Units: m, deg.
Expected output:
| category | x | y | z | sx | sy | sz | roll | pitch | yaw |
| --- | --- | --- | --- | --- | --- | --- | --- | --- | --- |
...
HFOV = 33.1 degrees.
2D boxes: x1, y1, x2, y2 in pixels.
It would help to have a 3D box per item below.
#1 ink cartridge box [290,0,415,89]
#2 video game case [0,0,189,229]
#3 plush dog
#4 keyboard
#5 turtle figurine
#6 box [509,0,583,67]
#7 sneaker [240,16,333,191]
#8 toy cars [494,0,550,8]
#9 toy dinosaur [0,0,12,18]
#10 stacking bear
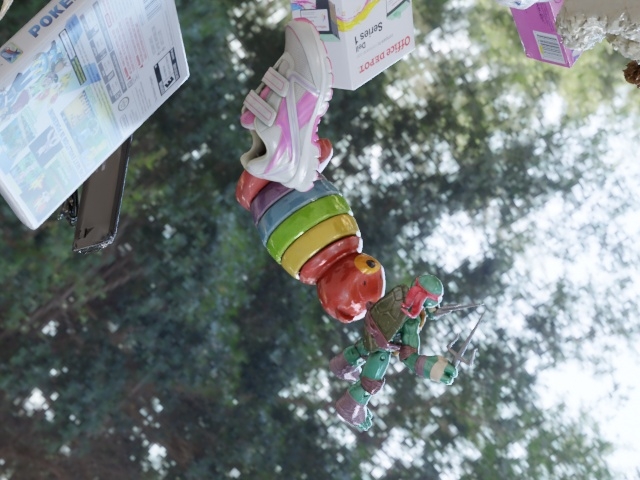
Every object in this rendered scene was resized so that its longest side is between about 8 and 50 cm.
| category | x | y | z | sx | sy | sz | roll | pitch | yaw |
| --- | --- | --- | --- | --- | --- | --- | --- | --- | --- |
| ink cartridge box | 0.051 | -0.415 | 1.782 | 0.117 | 0.278 | 0.201 | 16 | -142 | 34 |
| video game case | -0.281 | -0.180 | 1.269 | 0.300 | 0.036 | 0.329 | -48 | 168 | -15 |
| plush dog | 0.489 | -0.310 | 1.460 | 0.262 | 0.225 | 0.210 | -50 | -126 | 19 |
| keyboard | -0.360 | -0.131 | 1.760 | 0.201 | 0.033 | 0.317 | -11 | -114 | 48 |
| turtle figurine | 0.101 | 0.113 | 1.295 | 0.234 | 0.118 | 0.175 | -48 | -169 | 29 |
| box | 0.515 | -0.526 | 2.243 | 0.117 | 0.213 | 0.243 | 24 | -113 | 40 |
| sneaker | -0.054 | -0.192 | 1.534 | 0.111 | 0.252 | 0.103 | 0 | -163 | -22 |
| toy cars | 0.292 | -0.459 | 1.803 | 0.176 | 0.393 | 0.087 | 2 | -99 | 34 |
| toy dinosaur | -0.442 | -0.401 | 1.610 | 0.183 | 0.092 | 0.053 | -49 | -125 | 52 |
| stacking bear | 0.000 | 0.000 | 1.733 | 0.164 | 0.175 | 0.289 | -47 | -112 | 36 |
